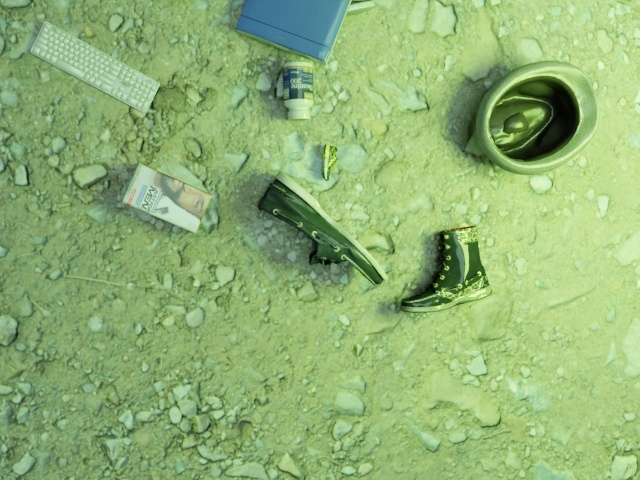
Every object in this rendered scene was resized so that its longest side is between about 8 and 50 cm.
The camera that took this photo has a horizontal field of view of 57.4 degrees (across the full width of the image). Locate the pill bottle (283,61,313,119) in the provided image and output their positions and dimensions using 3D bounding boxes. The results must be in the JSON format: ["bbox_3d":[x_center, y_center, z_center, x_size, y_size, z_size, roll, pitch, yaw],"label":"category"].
[{"bbox_3d":[-0.048,-0.326,1.285,0.067,0.067,0.120,-2,96,-11],"label":"pill bottle"}]

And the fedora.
[{"bbox_3d":[0.484,-0.280,1.363,0.275,0.124,0.244,-30,98,2],"label":"fedora"}]

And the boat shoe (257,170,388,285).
[{"bbox_3d":[0.000,0.000,1.299,0.340,0.127,0.113,43,88,-10],"label":"boat shoe"}]

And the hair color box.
[{"bbox_3d":[-0.329,-0.091,1.264,0.167,0.053,0.093,23,90,-13],"label":"hair color box"}]

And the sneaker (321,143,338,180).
[{"bbox_3d":[0.023,-0.177,1.333,0.035,0.031,0.083,3,95,-12],"label":"sneaker"}]

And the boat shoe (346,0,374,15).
[{"bbox_3d":[0.050,-0.521,1.295,0.142,0.049,0.040,-13,98,-7],"label":"boat shoe"}]

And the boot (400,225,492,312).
[{"bbox_3d":[0.286,0.068,1.384,0.236,0.085,0.179,-12,96,-16],"label":"boot"}]

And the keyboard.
[{"bbox_3d":[-0.470,-0.361,1.228,0.256,0.014,0.072,27,90,-12],"label":"keyboard"}]

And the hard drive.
[{"bbox_3d":[-0.027,-0.565,1.255,0.210,0.040,0.319,21,92,3],"label":"hard drive"}]
